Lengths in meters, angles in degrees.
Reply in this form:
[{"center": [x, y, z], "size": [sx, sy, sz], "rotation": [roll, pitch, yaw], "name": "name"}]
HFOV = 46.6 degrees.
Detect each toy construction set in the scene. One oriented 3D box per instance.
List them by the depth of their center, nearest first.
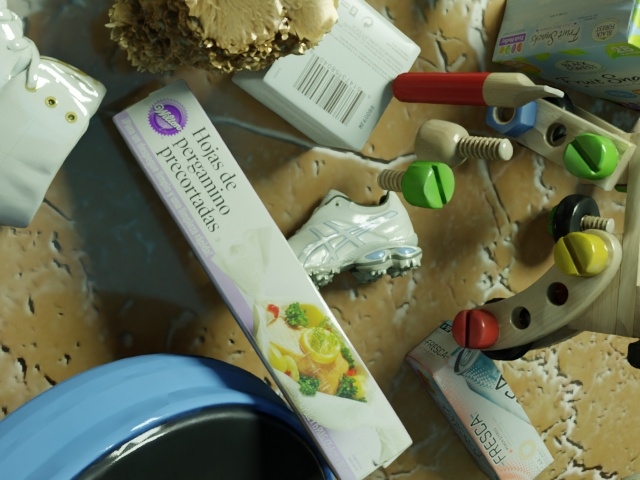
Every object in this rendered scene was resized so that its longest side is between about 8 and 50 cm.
[{"center": [0.218, -0.020, 0.581], "size": [0.309, 0.237, 0.257], "rotation": [36, 76, -39], "name": "toy construction set"}]

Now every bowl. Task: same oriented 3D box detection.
[{"center": [-0.131, 0.282, 0.562], "size": [0.391, 0.077, 0.390], "rotation": [-16, 113, -44], "name": "bowl"}]

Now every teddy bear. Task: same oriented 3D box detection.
[{"center": [-0.083, -0.283, 0.526], "size": [0.245, 0.113, 0.337], "rotation": [-28, 97, -13], "name": "teddy bear"}]

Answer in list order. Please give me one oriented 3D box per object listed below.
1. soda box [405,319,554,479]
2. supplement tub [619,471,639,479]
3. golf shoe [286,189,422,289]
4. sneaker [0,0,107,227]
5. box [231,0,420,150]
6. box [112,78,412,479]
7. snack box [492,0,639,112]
[{"center": [0.163, 0.171, 0.753], "size": [0.063, 0.058, 0.183], "rotation": [-39, 113, -10], "name": "soda box"}, {"center": [0.324, 0.385, 0.767], "size": [0.325, 0.235, 0.235], "rotation": [-20, 108, -17], "name": "supplement tub"}, {"center": [0.000, 0.000, 0.659], "size": [0.176, 0.069, 0.085], "rotation": [-8, 79, -20], "name": "golf shoe"}, {"center": [-0.226, -0.151, 0.507], "size": [0.169, 0.108, 0.292], "rotation": [11, 107, -25], "name": "sneaker"}, {"center": [0.003, -0.142, 0.604], "size": [0.101, 0.087, 0.102], "rotation": [33, 86, -25], "name": "box"}, {"center": [-0.045, 0.033, 0.570], "size": [0.063, 0.067, 0.324], "rotation": [-32, 87, -11], "name": "box"}, {"center": [0.292, -0.169, 0.669], "size": [0.207, 0.174, 0.070], "rotation": [13, 93, -23], "name": "snack box"}]
